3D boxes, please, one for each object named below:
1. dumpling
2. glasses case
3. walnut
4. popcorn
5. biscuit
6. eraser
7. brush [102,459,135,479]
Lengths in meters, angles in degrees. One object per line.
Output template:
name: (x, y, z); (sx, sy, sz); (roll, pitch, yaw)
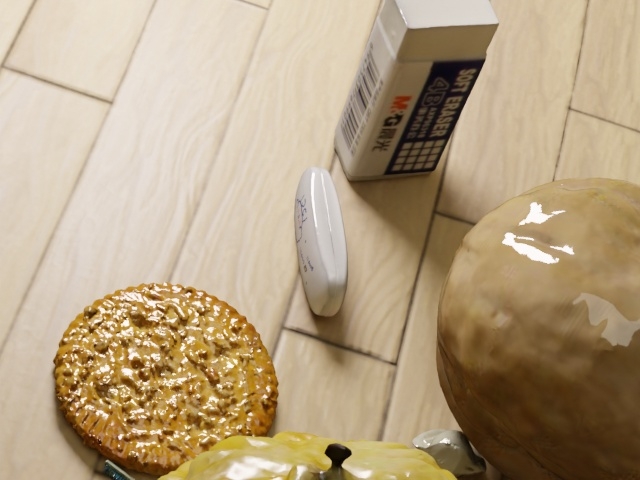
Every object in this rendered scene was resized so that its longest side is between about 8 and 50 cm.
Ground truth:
dumpling: (0.144, 0.238, 1.831); (0.076, 0.057, 0.052); (-10, 92, 8)
glasses case: (0.000, 0.000, 1.944); (0.049, 0.076, 0.197); (3, 53, -16)
walnut: (0.298, 0.112, 1.779); (0.381, 0.381, 0.381); (8, 52, -10)
popcorn: (-0.015, 0.351, 1.544); (0.349, 0.381, 0.349); (1, 12, 0)
biscuit: (-0.168, 0.149, 1.809); (0.254, 0.035, 0.254); (8, 51, -10)
eraser: (0.111, -0.188, 1.989); (0.124, 0.279, 0.081); (-5, 55, -21)
brush: (-0.196, 0.260, 1.728); (0.084, 0.016, 0.013); (32, 64, 10)
